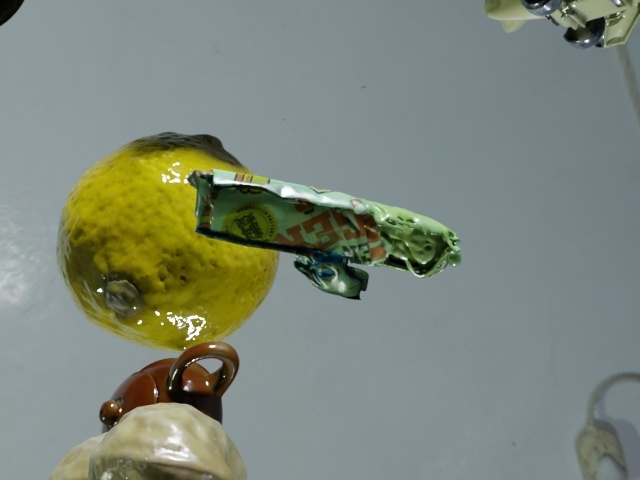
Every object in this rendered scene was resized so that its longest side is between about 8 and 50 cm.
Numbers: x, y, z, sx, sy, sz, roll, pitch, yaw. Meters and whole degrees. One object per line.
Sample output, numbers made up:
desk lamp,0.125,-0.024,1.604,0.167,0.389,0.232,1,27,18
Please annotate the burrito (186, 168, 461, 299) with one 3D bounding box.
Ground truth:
burrito,0.000,0.000,1.106,0.288,0.054,0.104,11,104,-10

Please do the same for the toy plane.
toy plane,0.243,-0.233,0.961,0.242,0.256,0.104,26,74,-44

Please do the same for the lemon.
lemon,-0.241,0.009,1.716,0.350,0.387,0.350,8,115,18

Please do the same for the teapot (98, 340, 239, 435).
teapot,-0.192,0.207,1.303,0.135,0.178,0.252,22,119,-37

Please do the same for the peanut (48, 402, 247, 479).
peanut,-0.136,0.194,0.836,0.136,0.298,0.120,9,66,-19

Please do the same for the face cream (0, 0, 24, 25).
face cream,-0.584,-0.455,1.593,0.349,0.105,0.105,42,93,5
